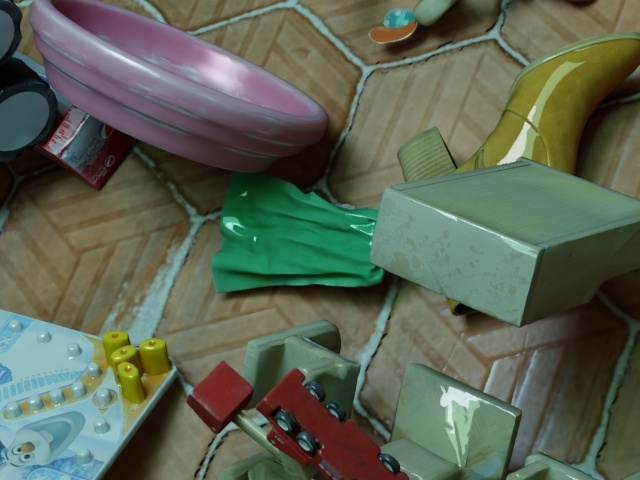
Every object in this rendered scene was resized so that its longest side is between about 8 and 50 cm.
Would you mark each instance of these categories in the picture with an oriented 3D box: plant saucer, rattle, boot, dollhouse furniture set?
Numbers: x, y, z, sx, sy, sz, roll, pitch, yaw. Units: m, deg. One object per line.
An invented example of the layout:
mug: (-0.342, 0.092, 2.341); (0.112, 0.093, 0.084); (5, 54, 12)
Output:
plant saucer: (-0.156, -0.160, 1.791); (0.332, 0.332, 0.084); (33, 105, 33)
rattle: (0.172, -0.251, 1.858); (0.200, 0.142, 0.130); (-49, 23, 11)
boot: (0.230, -0.060, 1.699); (0.295, 0.104, 0.211); (-29, 62, 12)
dollhouse furniture set: (0.145, 0.146, 1.542); (0.362, 0.256, 0.394); (23, 111, 32)

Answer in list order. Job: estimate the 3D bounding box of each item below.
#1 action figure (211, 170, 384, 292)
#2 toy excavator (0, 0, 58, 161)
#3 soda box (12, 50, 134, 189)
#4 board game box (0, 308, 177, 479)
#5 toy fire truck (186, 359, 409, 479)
action figure: (0.000, 0.000, 1.756); (0.232, 0.063, 0.137); (7, 94, 34)
toy excavator: (-0.523, -0.095, 1.861); (0.445, 0.433, 0.222); (-35, 59, -13)
soda box: (-0.340, -0.161, 1.983); (0.263, 0.092, 0.083); (31, 83, 33)
board game box: (-0.402, 0.188, 1.705); (0.389, 0.050, 0.390); (14, 43, 22)
toy fire truck: (-0.021, 0.171, 1.462); (0.192, 0.135, 0.047); (44, 62, 3)
